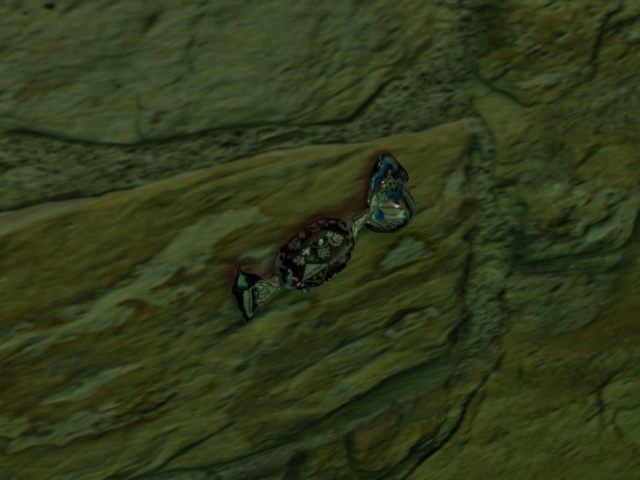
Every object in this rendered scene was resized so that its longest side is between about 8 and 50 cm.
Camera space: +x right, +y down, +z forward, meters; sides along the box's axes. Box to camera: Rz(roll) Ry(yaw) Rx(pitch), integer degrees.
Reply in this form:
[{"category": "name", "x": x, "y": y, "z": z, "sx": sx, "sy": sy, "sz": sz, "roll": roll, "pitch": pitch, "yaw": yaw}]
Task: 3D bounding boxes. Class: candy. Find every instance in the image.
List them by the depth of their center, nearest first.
[{"category": "candy", "x": 0.000, "y": 0.000, "z": 1.767, "sx": 0.226, "sy": 0.051, "sz": 0.094, "roll": -40, "pitch": 125, "yaw": -3}]
